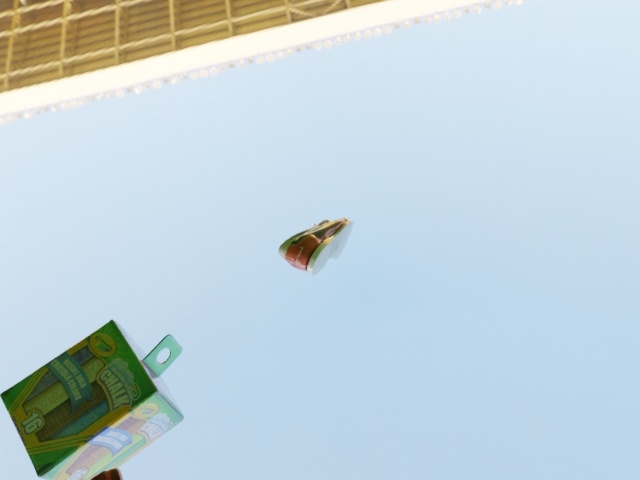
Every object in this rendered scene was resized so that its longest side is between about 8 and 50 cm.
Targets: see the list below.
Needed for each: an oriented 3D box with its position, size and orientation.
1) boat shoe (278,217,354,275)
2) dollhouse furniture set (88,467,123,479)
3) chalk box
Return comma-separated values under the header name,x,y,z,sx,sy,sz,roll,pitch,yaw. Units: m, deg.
name,x,y,z,sx,sy,sz,roll,pitch,yaw
boat shoe,0.000,0.000,0.656,0.043,0.049,0.137,22,-156,15
dollhouse furniture set,-0.260,0.098,0.359,0.152,0.201,0.374,-32,-123,-4
chalk box,-0.276,0.209,0.795,0.213,0.132,0.132,-34,-119,-14
